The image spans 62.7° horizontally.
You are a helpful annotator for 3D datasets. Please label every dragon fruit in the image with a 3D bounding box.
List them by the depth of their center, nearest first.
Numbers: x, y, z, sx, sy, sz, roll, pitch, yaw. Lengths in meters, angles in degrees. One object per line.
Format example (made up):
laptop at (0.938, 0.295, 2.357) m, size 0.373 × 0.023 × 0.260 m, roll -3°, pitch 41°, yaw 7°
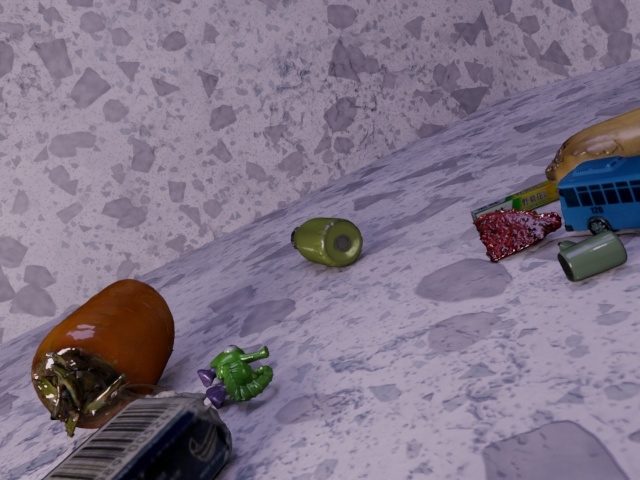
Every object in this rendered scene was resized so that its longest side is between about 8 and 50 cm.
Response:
dragon fruit at (0.331, -0.015, 0.865) m, size 0.131 × 0.063 × 0.097 m, roll -29°, pitch 48°, yaw 31°

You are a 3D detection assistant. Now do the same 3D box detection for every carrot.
carrot at (-0.362, 0.208, 0.886) m, size 0.193 × 0.214 × 0.331 m, roll -40°, pitch 7°, yaw 10°

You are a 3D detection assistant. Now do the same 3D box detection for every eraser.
eraser at (-0.235, 0.288, 0.527) m, size 0.155 × 0.101 × 0.332 m, roll -14°, pitch 17°, yaw 32°

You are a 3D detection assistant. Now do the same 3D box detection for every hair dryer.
hair dryer at (0.353, 0.013, 0.728) m, size 0.071 × 0.047 × 0.150 m, roll -23°, pitch 6°, yaw 9°

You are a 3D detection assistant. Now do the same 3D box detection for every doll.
doll at (-0.124, 0.201, 0.799) m, size 0.115 × 0.050 × 0.190 m, roll -34°, pitch 16°, yaw -13°

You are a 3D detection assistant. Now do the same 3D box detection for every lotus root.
lotus root at (0.525, -0.144, 0.848) m, size 0.303 × 0.131 × 0.146 m, roll -18°, pitch 36°, yaw 24°

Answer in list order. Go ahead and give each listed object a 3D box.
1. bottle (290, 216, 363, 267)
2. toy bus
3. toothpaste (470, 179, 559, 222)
bottle at (0.000, 0.000, 1.254) m, size 0.112 × 0.112 × 0.260 m, roll -28°, pitch 13°, yaw -19°
toy bus at (0.439, -0.068, 0.748) m, size 0.090 × 0.106 × 0.185 m, roll -33°, pitch 15°, yaw -27°
toothpaste at (0.385, -0.072, 1.021) m, size 0.178 × 0.037 × 0.043 m, roll -22°, pitch 14°, yaw 7°
